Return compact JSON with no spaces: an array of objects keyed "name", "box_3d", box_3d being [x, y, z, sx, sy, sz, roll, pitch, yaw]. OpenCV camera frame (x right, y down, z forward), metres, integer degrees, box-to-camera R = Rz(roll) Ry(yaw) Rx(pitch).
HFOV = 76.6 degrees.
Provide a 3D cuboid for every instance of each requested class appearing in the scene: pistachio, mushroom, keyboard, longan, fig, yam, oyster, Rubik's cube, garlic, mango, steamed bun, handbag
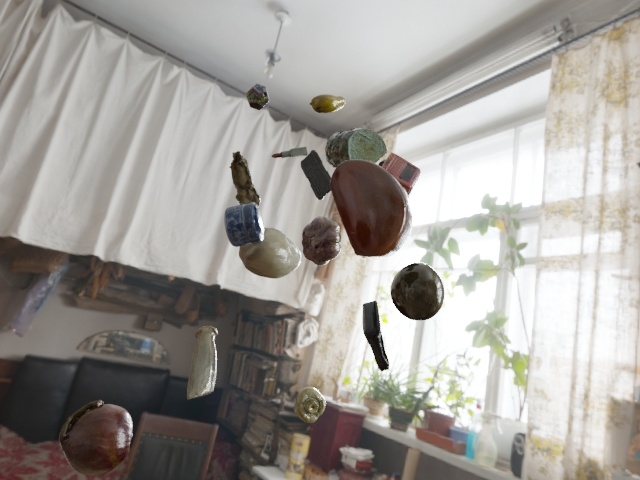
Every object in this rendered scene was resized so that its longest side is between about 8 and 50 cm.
[{"name":"pistachio","box_3d":[-0.221,0.062,1.829,0.332,0.225,0.208,24,-3,-42]},{"name":"mushroom","box_3d":[-0.047,0.714,1.762,0.148,0.147,0.112,16,-7,-15]},{"name":"keyboard","box_3d":[-0.018,-0.292,1.791,0.106,0.262,0.016,-43,-39,23]},{"name":"longan","box_3d":[0.389,0.202,1.634,0.249,0.247,0.248,11,-15,3]},{"name":"fig","box_3d":[-0.660,0.579,1.194,0.206,0.204,0.205,11,-15,3]},{"name":"yam","box_3d":[0.149,-0.442,1.960,0.201,0.202,0.271,53,-14,-19]},{"name":"mushroom","box_3d":[-0.628,0.669,2.196,0.138,0.406,0.154,-25,-44,26]},{"name":"oyster","box_3d":[-0.347,-0.280,1.881,0.129,0.078,0.344,17,-38,20]},{"name":"Rubik's cube","box_3d":[-0.274,-0.630,1.781,0.093,0.111,0.111,-14,-16,-1]},{"name":"garlic","box_3d":[0.000,0.000,1.304,0.147,0.159,0.102,39,22,30]},{"name":"mango","box_3d":[0.034,-0.562,1.665,0.161,0.076,0.103,-19,9,-33]},{"name":"steamed bun","box_3d":[0.206,-0.124,1.511,0.249,0.378,0.235,-23,-16,17]},{"name":"handbag","box_3d":[0.237,0.409,1.754,0.080,0.246,0.222,-12,-65,10]}]

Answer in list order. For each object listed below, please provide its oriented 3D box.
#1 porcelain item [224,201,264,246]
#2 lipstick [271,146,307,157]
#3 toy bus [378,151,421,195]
[{"name":"porcelain item","box_3d":[-0.263,-0.056,1.427,0.115,0.147,0.147,-10,-17,3]},{"name":"lipstick","box_3d":[-0.113,-0.312,1.457,0.130,0.030,0.030,-12,3,-11]},{"name":"toy bus","box_3d":[0.338,-0.224,2.091,0.233,0.203,0.426,29,-37,9]}]
